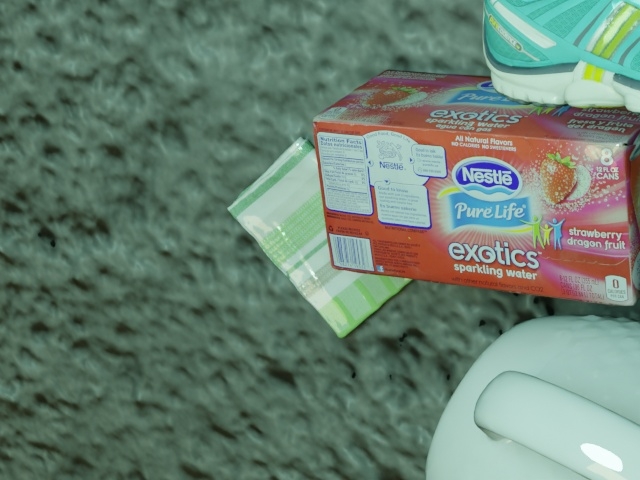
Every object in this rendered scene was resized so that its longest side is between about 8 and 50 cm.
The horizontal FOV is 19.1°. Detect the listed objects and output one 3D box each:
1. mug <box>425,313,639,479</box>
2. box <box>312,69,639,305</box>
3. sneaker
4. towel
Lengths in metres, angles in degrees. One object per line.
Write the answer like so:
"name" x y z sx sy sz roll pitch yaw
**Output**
"mug" 0.234 0.185 1.328 0.328 0.374 0.276 29 84 30
"box" 0.136 -0.044 1.416 0.256 0.122 0.128 6 117 31
"sneaker" 0.207 -0.139 1.186 0.275 0.107 0.110 6 113 43
"towel" 0.000 0.000 1.595 0.152 0.023 0.113 50 131 2
